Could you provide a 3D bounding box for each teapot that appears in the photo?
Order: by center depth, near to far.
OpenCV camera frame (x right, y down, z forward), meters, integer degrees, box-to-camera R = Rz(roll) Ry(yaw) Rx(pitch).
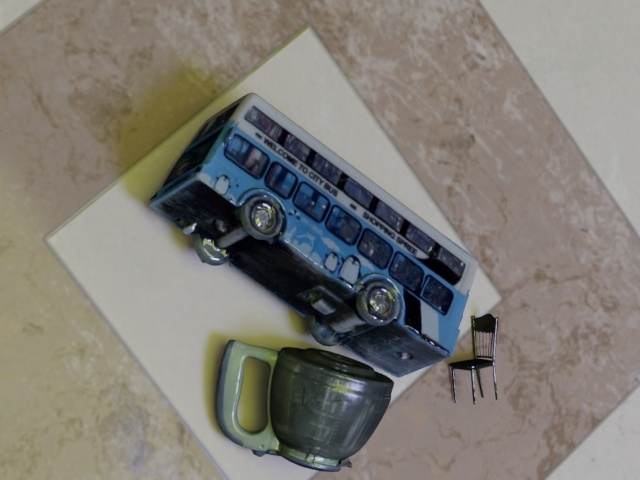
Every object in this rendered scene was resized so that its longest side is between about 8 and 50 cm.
[{"bbox_3d":[-0.014,0.154,1.795,0.149,0.111,0.108,15,93,-29],"label":"teapot"}]

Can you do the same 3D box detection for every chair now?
[{"bbox_3d":[0.148,0.115,1.911,0.042,0.037,0.086,-2,92,-37],"label":"chair"}]

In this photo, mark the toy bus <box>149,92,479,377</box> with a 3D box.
[{"bbox_3d":[0.000,0.000,1.803,0.297,0.106,0.131,37,57,-19],"label":"toy bus"}]
